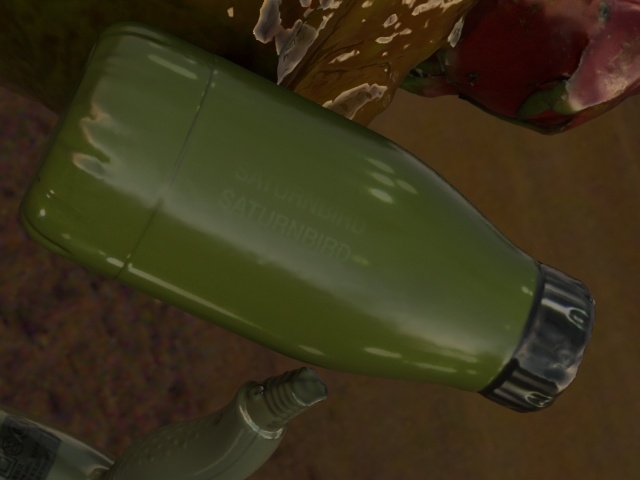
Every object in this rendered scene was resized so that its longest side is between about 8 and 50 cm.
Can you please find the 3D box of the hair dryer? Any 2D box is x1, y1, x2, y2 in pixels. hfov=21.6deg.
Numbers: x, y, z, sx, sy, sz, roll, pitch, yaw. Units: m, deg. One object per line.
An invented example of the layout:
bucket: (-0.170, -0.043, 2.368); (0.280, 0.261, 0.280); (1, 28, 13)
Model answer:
hair dryer: (-0.064, 0.189, 0.964); (0.296, 0.298, 0.119); (54, 40, -34)

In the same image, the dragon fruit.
dragon fruit: (0.177, -0.191, 1.359); (0.200, 0.269, 0.198); (-63, 144, -14)

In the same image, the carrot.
carrot: (-0.077, -0.166, 0.918); (0.341, 0.241, 0.241); (29, 14, 17)

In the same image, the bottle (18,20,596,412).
bottle: (0.000, 0.000, 0.770); (0.260, 0.112, 0.112); (25, 34, -11)
